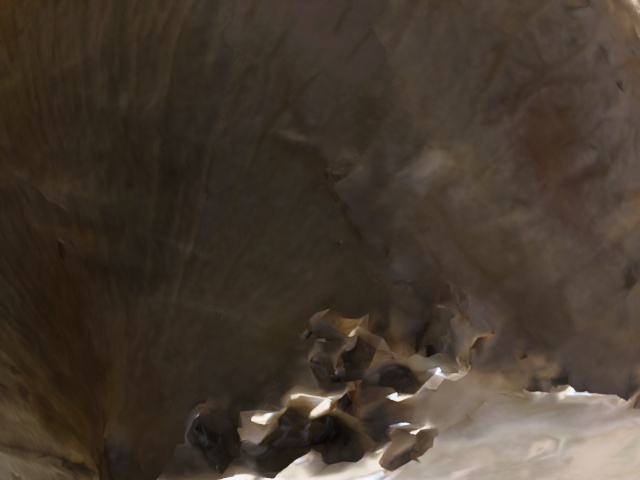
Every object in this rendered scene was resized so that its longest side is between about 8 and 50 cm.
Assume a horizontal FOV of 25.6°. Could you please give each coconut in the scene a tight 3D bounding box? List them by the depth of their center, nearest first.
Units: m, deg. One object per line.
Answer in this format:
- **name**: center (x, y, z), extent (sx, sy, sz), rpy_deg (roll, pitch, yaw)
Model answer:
- **coconut**: center (0.000, 0.000, 0.642), extent (0.404, 0.404, 0.404), rpy_deg (8, -102, -40)
